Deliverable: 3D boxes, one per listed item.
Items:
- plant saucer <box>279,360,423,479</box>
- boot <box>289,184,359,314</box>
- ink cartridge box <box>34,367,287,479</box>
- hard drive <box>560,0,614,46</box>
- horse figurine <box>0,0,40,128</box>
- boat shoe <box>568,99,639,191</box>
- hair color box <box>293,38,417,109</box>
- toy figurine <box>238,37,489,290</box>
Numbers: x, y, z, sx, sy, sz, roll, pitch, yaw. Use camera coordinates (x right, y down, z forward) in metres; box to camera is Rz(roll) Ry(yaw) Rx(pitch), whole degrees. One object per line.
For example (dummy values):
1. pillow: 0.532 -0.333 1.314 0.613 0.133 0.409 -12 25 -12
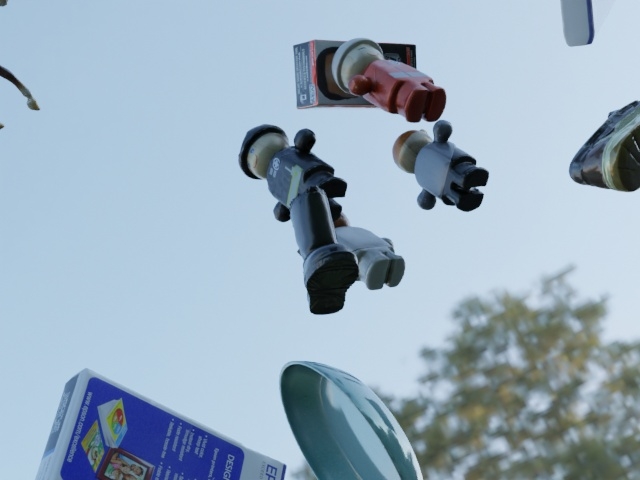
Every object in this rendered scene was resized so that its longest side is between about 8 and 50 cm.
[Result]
1. plant saucer: 0.021 0.112 0.720 0.021 0.119 0.119 -30 -31 -23
2. boot: 0.001 0.000 1.146 0.045 0.099 0.121 -7 -23 -8
3. ink cartridge box: -0.205 0.352 1.619 0.307 0.304 0.072 31 -41 -24
4. hard drive: 0.363 -0.401 1.819 0.040 0.319 0.210 -2 -70 20
5. horse figurine: -0.430 -0.172 1.438 0.263 0.066 0.174 -28 -74 0
6. boat shoe: 0.223 -0.076 0.951 0.152 0.049 0.056 -29 -64 -50
7. hair color box: 0.040 -0.179 1.460 0.141 0.072 0.043 -5 1 -36
8. toy figurine: 0.045 -0.077 1.384 0.213 0.148 0.209 -46 -46 -7
